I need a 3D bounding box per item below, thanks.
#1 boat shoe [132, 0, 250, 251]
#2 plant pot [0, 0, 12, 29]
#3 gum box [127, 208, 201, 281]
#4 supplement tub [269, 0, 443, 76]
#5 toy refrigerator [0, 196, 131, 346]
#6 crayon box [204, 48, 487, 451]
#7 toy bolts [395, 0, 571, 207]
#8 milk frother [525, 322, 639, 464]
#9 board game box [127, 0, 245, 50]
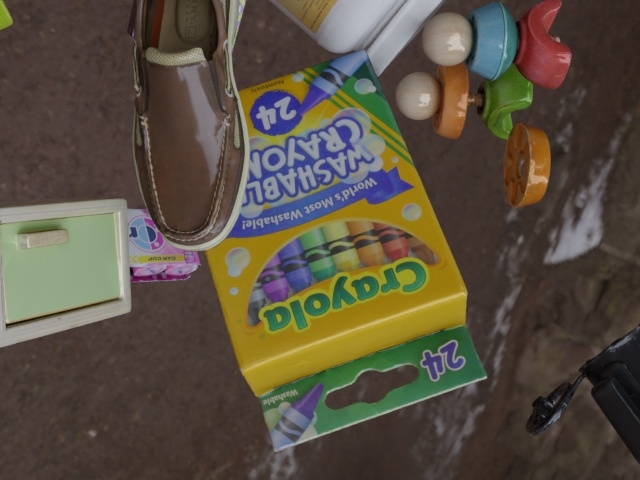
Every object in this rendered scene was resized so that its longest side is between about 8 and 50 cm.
[{"bbox_3d":[-0.111,-0.122,0.769,0.095,0.095,0.257,50,35,-77],"label":"boat shoe"},{"bbox_3d":[-0.655,-0.444,1.583,0.207,0.227,0.228,-27,147,-9],"label":"plant pot"},{"bbox_3d":[-0.295,0.008,1.639,0.189,0.107,0.062,-1,153,-37],"label":"gum box"},{"bbox_3d":[0.015,-0.374,1.212,0.228,0.316,0.228,-49,-177,4],"label":"supplement tub"},{"bbox_3d":[-0.249,0.024,0.744,0.269,0.094,0.102,-11,101,-66],"label":"toy refrigerator"},{"bbox_3d":[0.000,0.000,0.898,0.203,0.322,0.083,-19,155,-2],"label":"crayon box"},{"bbox_3d":[0.182,-0.166,1.160,0.228,0.159,0.218,102,-12,-55],"label":"toy bolts"},{"bbox_3d":[0.286,0.172,0.930,0.129,0.134,0.143,-22,159,-35],"label":"milk frother"},{"bbox_3d":[-0.220,-0.527,1.835,0.208,0.056,0.346,7,114,-26],"label":"board game box"}]
